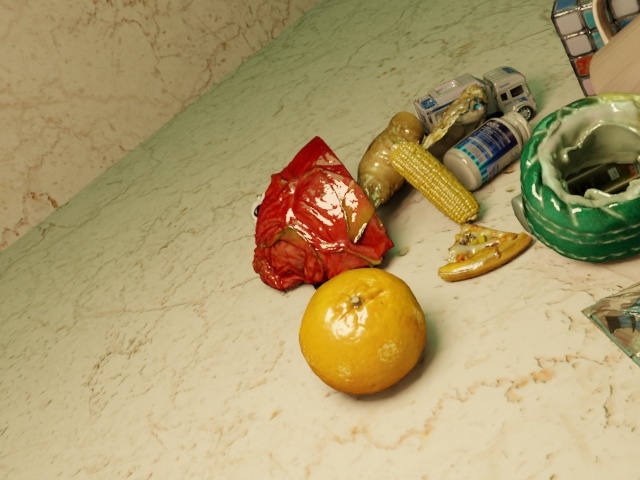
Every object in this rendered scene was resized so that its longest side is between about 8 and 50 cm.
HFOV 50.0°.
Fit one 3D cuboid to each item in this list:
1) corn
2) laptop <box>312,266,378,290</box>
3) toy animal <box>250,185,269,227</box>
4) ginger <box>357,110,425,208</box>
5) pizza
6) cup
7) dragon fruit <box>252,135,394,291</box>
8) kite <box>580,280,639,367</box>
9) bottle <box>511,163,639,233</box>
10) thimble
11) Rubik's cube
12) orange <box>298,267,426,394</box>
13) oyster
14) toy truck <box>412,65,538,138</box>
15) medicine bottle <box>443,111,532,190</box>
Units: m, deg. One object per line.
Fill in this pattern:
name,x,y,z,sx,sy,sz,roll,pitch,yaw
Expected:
corn,0.239,-0.124,1.439,0.080,0.080,0.238,-40,74,-20
laptop,0.055,0.084,1.451,0.135,0.016,0.197,-31,28,-4
toy animal,-0.092,-0.073,1.693,0.179,0.138,0.166,-14,34,26
ginger,0.143,-0.160,1.582,0.123,0.219,0.270,31,51,12
pizza,0.312,0.003,1.332,0.184,0.036,0.176,-19,31,16
cup,0.635,-0.358,1.241,0.273,0.288,0.208,-41,22,53
dragon fruit,0.000,0.000,1.496,0.330,0.240,0.302,-47,53,15
kite,0.557,0.105,0.982,0.368,0.014,0.406,-1,39,40
bottle,0.504,-0.108,1.292,0.286,0.082,0.082,-27,29,3
thimble,0.480,-0.106,1.149,0.288,0.167,0.254,-22,56,8
Rubik's cube,0.689,-0.488,1.469,0.291,0.287,0.293,-10,43,38
orange,0.070,0.150,1.164,0.219,0.193,0.219,-6,30,4
oyster,0.288,-0.240,1.556,0.083,0.214,0.222,40,36,23
toy truck,0.376,-0.329,1.673,0.267,0.155,0.124,-26,29,4
medicine bottle,0.374,-0.202,1.526,0.191,0.107,0.107,-37,30,-14
